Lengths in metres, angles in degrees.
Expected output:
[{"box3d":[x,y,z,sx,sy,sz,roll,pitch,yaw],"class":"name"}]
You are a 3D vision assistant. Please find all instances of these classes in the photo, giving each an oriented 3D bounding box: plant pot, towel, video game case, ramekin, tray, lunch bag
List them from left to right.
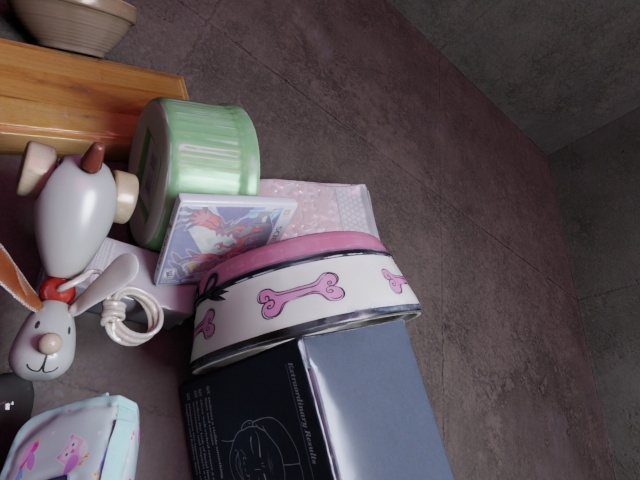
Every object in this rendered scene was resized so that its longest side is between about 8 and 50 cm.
[{"box3d":[-0.303,0.331,0.505,0.160,0.262,0.223,26,35,-29],"class":"lunch bag"},{"box3d":[-0.492,-0.429,0.862,0.237,0.237,0.110,-4,109,-42],"class":"plant pot"},{"box3d":[-0.457,-0.265,0.867,0.411,0.076,0.203,-4,70,-43],"class":"tray"},{"box3d":[-0.249,-0.113,0.805,0.148,0.303,0.303,3,66,-37],"class":"ramekin"},{"box3d":[-0.156,0.001,0.723,0.201,0.183,0.023,-2,45,-37],"class":"video game case"},{"box3d":[0.000,0.000,1.068,0.317,0.053,0.332,-2,65,-19],"class":"towel"}]

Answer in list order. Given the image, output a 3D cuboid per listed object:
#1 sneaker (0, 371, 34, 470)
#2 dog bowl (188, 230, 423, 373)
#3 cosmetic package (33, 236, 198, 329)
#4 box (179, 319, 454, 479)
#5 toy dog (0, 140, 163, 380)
[{"box3d":[-0.458,0.288,0.523,0.109,0.130,0.286,38,46,-17],"class":"sneaker"},{"box3d":[-0.036,0.114,0.779,0.408,0.408,0.150,0,68,-41],"class":"dog bowl"},{"box3d":[-0.341,0.072,0.747,0.238,0.127,0.107,21,56,-34],"class":"cosmetic package"},{"box3d":[-0.030,0.322,0.688,0.212,0.395,0.294,0,68,-41],"class":"box"},{"box3d":[-0.330,0.000,0.592,0.220,0.161,0.334,-11,77,-42],"class":"toy dog"}]
